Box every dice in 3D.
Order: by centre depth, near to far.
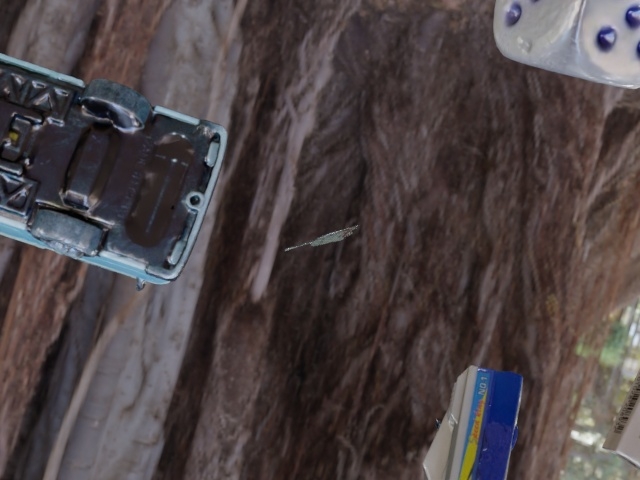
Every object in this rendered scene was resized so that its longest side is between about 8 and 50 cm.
[{"bbox_3d":[0.361,-0.317,1.187,0.194,0.192,0.193,3,-159,-28],"label":"dice"}]

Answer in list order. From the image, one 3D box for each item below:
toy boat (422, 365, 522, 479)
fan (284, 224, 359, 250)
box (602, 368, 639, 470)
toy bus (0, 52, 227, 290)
[{"bbox_3d":[0.136,0.276,0.877,0.088,0.295,0.129,10,151,14],"label":"toy boat"},{"bbox_3d":[0.000,0.000,0.913,0.083,0.004,0.056,-16,170,-22],"label":"fan"},{"bbox_3d":[0.583,0.195,1.302,0.204,0.365,0.051,31,169,-6],"label":"box"},{"bbox_3d":[-0.216,-0.056,0.692,0.271,0.133,0.165,19,168,-3],"label":"toy bus"}]
